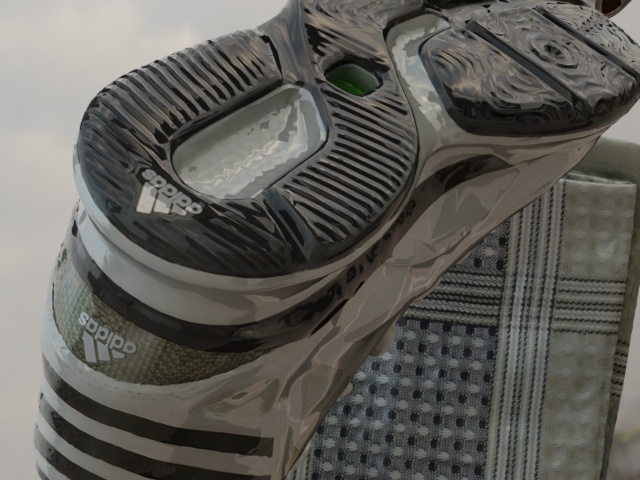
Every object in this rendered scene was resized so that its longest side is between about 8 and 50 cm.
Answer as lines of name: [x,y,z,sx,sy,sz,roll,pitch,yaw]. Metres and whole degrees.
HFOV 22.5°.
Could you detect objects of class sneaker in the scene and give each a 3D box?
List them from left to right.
sneaker: [-0.001,0.000,0.851,0.447,0.169,0.257,-30,-27,-50]

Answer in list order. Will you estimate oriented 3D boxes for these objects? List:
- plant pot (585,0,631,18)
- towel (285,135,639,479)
plant pot: [0.210,-0.296,1.331,0.167,0.165,0.167,-49,-17,-20]
towel: [0.074,0.056,1.182,0.312,0.324,0.056,8,-5,9]
